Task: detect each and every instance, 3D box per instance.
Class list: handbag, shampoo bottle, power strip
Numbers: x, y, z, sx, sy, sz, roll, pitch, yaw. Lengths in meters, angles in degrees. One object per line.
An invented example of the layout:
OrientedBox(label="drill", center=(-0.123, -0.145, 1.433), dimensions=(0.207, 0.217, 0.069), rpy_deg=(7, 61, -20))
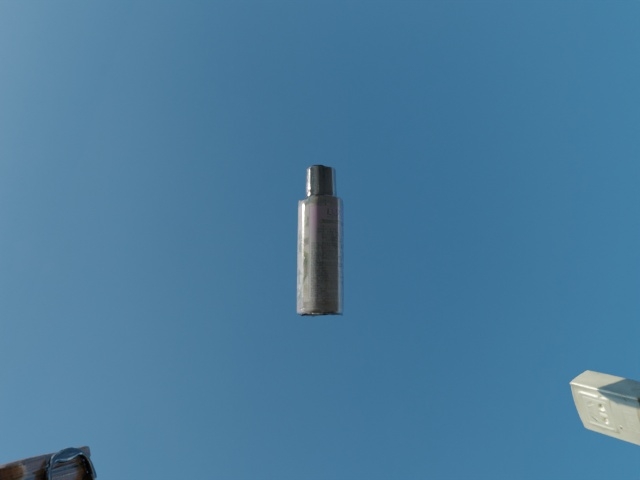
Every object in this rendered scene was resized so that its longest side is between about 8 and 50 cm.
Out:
OrientedBox(label="handbag", center=(-0.359, 0.299, 0.668), dimensions=(0.151, 0.193, 0.072), rpy_deg=(-18, -107, 4))
OrientedBox(label="shampoo bottle", center=(0.000, 0.000, 0.803), dimensions=(0.072, 0.072, 0.213), rpy_deg=(2, -102, -9))
OrientedBox(label="power strip", center=(0.399, 0.218, 0.723), dimensions=(0.042, 0.175, 0.075), rpy_deg=(-23, -84, -23))
